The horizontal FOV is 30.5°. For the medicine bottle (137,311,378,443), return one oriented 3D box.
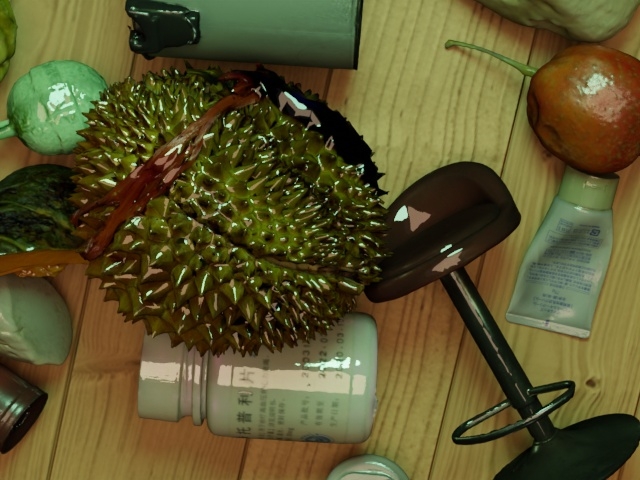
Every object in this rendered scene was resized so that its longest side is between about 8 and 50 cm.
[{"bbox_3d":[-0.077,0.165,1.476,0.293,0.170,0.170,5,96,-1],"label":"medicine bottle"}]

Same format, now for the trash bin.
[{"bbox_3d":[-0.078,-0.318,1.398,0.263,0.277,0.217,5,138,3],"label":"trash bin"}]

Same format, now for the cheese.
[{"bbox_3d":[0.300,-0.346,1.400,0.248,0.251,0.173,27,79,-14],"label":"cheese"}]

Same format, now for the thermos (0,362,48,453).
[{"bbox_3d":[-0.471,0.170,1.498,0.232,0.124,0.099,34,97,4],"label":"thermos"}]

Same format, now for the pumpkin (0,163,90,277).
[{"bbox_3d":[-0.355,-0.035,1.423,0.279,0.111,0.163,-7,69,-31],"label":"pumpkin"}]

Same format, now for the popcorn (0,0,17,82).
[{"bbox_3d":[-0.469,-0.262,1.444,0.198,0.155,0.197,2,83,-17],"label":"popcorn"}]

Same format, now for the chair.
[{"bbox_3d":[0.204,0.114,1.448,0.227,0.226,0.401,-30,94,2],"label":"chair"}]

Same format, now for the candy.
[{"bbox_3d":[-0.464,-0.103,1.435,0.440,0.119,0.119,-25,96,-12],"label":"candy"}]

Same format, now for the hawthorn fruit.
[{"bbox_3d":[0.289,-0.200,1.462,0.285,0.165,0.165,35,94,8],"label":"hawthorn fruit"}]

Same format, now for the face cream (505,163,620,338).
[{"bbox_3d":[0.323,0.014,1.528,0.114,0.070,0.224,13,108,1],"label":"face cream"}]

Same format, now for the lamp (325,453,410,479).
[{"bbox_3d":[0.059,0.400,1.532,0.180,0.108,0.246,3,88,3],"label":"lamp"}]

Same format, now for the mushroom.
[{"bbox_3d":[-0.460,0.040,1.483,0.350,0.128,0.128,38,94,-1],"label":"mushroom"}]

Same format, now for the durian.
[{"bbox_3d":[-0.111,-0.042,1.337,0.384,0.347,0.347,32,95,17],"label":"durian"}]
